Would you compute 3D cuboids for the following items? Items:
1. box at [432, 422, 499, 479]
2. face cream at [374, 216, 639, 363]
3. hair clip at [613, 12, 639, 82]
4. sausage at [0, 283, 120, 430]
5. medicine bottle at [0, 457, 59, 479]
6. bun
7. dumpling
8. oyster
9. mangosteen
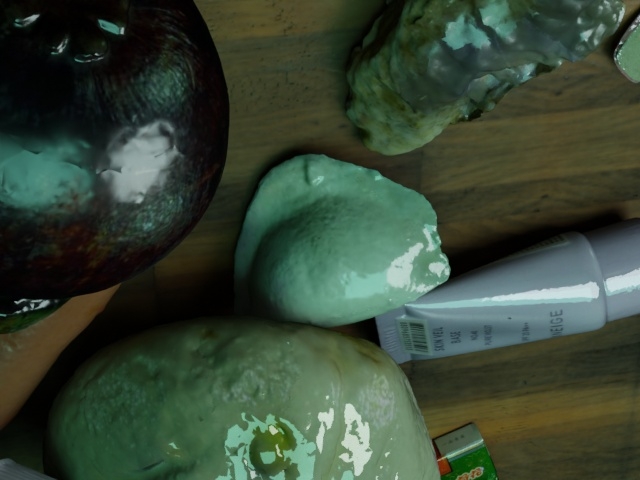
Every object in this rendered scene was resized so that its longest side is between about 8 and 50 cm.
[{"bbox_3d":[0.139,0.305,1.778,0.132,0.034,0.235,-23,126,-1],"label":"box"},{"bbox_3d":[0.185,0.056,1.585,0.274,0.096,0.154,-16,159,-1],"label":"face cream"},{"bbox_3d":[0.318,-0.200,1.495,0.137,0.022,0.054,-45,125,15],"label":"hair clip"},{"bbox_3d":[-0.250,0.047,1.443,0.114,0.113,0.259,28,112,-30],"label":"sausage"},{"bbox_3d":[-0.361,0.230,1.431,0.273,0.165,0.165,21,120,10],"label":"medicine bottle"},{"bbox_3d":[-0.073,0.226,1.512,0.365,0.219,0.365,-4,142,-3],"label":"bun"},{"bbox_3d":[0.006,0.006,1.507,0.217,0.149,0.105,-19,166,20],"label":"dumpling"},{"bbox_3d":[0.150,-0.192,1.395,0.341,0.110,0.166,-28,122,19],"label":"oyster"},{"bbox_3d":[-0.226,-0.096,1.241,0.330,0.330,0.330,-8,125,-11],"label":"mangosteen"}]
